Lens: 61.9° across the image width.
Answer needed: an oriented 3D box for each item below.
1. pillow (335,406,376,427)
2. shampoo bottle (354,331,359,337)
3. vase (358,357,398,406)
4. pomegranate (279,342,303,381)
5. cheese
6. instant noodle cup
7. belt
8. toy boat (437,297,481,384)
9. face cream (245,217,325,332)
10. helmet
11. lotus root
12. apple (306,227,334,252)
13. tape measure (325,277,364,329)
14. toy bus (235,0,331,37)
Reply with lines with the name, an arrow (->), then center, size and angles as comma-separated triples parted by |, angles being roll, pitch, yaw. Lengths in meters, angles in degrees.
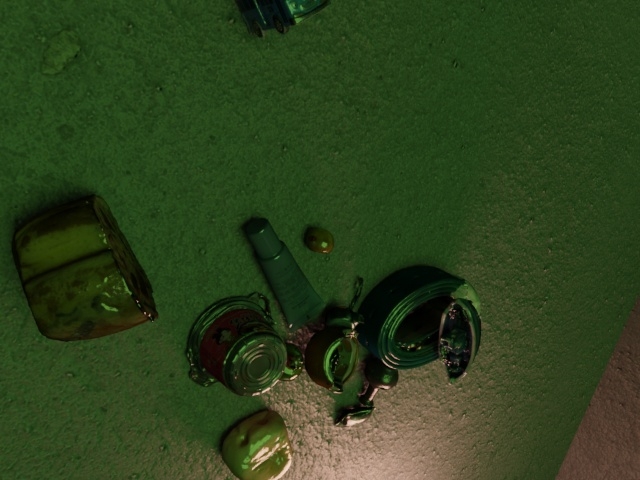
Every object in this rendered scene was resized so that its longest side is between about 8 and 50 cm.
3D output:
pillow -> 0.120, 0.607, 1.837 | 0.135, 0.055, 0.091 | 2, 116, -33
shampoo bottle -> 0.071, 0.387, 1.736 | 0.063, 0.057, 0.208 | 20, 92, -30
vase -> 0.191, 0.487, 1.826 | 0.120, 0.120, 0.183 | 7, 117, -36
pomegranate -> -0.095, 0.358, 1.563 | 0.114, 0.142, 0.115 | 5, 80, -26
cheese -> -0.178, 0.626, 1.608 | 0.235, 0.117, 0.218 | 21, 91, -40
instant noodle cup -> -0.204, 0.303, 1.441 | 0.258, 0.181, 0.303 | 31, 87, -38
belt -> 0.333, 0.253, 1.797 | 0.436, 0.173, 0.300 | -20, 117, -27
toy boat -> 0.430, 0.322, 1.699 | 0.142, 0.129, 0.309 | -19, 117, -41
face cream -> -0.102, 0.100, 1.510 | 0.135, 0.086, 0.385 | -37, 128, -16
helmet -> 0.025, 0.348, 1.611 | 0.224, 0.130, 0.199 | 31, 73, -66
lotus root -> -0.500, 0.067, 1.107 | 0.249, 0.316, 0.316 | -21, 116, -18
apple -> 0.000, 0.000, 1.546 | 0.084, 0.084, 0.071 | 10, 91, -36
tape measure -> 0.074, 0.200, 1.688 | 0.107, 0.104, 0.180 | 20, 63, -22
toy bus -> -0.094, -0.548, 1.205 | 0.116, 0.234, 0.134 | -37, 120, -19
